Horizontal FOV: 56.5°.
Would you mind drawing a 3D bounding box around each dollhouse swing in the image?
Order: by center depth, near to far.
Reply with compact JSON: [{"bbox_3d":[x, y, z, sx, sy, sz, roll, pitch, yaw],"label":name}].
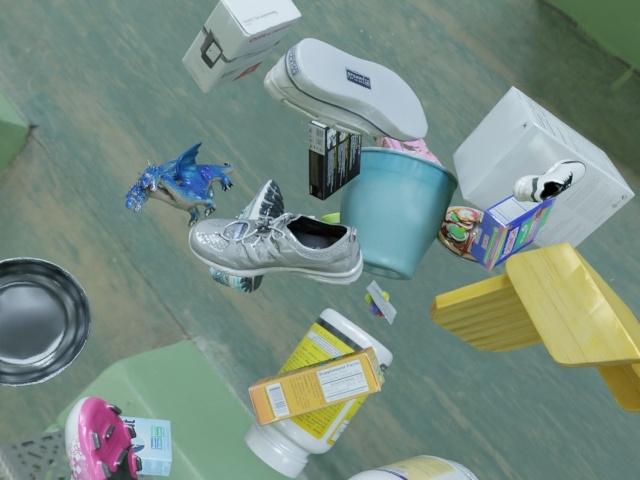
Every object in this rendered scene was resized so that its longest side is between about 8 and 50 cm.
[{"bbox_3d":[0.423,0.213,1.094,0.305,0.347,0.315,-36,46,22],"label":"dollhouse swing"}]

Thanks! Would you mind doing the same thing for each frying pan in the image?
[{"bbox_3d":[-0.512,0.148,0.891,0.326,0.053,0.197,-24,91,-30],"label":"frying pan"}]

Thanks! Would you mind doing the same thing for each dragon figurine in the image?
[{"bbox_3d":[-0.244,-0.125,1.109,0.085,0.289,0.144,-24,115,35],"label":"dragon figurine"}]

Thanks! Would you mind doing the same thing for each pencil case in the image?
[{"bbox_3d":[0.255,-0.302,1.891,0.160,0.167,0.386,-11,52,-15],"label":"pencil case"}]

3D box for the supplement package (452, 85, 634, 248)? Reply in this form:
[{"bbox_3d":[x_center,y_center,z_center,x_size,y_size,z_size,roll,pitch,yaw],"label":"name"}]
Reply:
[{"bbox_3d":[0.446,-0.138,1.229,0.263,0.198,0.199,30,122,-15],"label":"supplement package"}]

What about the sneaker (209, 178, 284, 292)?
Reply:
[{"bbox_3d":[-0.177,-0.024,1.379,0.122,0.110,0.283,8,66,24],"label":"sneaker"}]

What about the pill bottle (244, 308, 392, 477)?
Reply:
[{"bbox_3d":[-0.010,0.331,1.292,0.188,0.188,0.334,35,82,18],"label":"pill bottle"}]

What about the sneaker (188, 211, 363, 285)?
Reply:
[{"bbox_3d":[-0.069,-0.009,0.941,0.281,0.115,0.105,5,49,2],"label":"sneaker"}]

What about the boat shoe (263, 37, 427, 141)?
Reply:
[{"bbox_3d":[0.041,-0.188,0.820,0.088,0.267,0.096,-20,71,43],"label":"boat shoe"}]

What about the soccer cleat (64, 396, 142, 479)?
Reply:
[{"bbox_3d":[-0.323,0.375,0.866,0.143,0.116,0.331,-10,115,8],"label":"soccer cleat"}]

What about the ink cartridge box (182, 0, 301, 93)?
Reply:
[{"bbox_3d":[-0.114,-0.286,0.844,0.063,0.109,0.150,55,142,-4],"label":"ink cartridge box"}]

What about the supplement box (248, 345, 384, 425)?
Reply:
[{"bbox_3d":[-0.006,0.264,1.084,0.233,0.078,0.080,-17,87,12],"label":"supplement box"}]

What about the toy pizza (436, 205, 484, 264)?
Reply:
[{"bbox_3d":[0.379,-0.021,1.483,0.201,0.201,0.032,35,138,18],"label":"toy pizza"}]

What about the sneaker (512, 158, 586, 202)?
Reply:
[{"bbox_3d":[0.292,-0.069,0.735,0.109,0.044,0.040,-24,114,-21],"label":"sneaker"}]

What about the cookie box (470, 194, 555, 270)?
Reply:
[{"bbox_3d":[0.267,-0.020,0.830,0.107,0.092,0.040,-28,55,-24],"label":"cookie box"}]

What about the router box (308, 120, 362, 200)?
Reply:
[{"bbox_3d":[0.033,-0.190,1.251,0.046,0.179,0.133,29,48,28],"label":"router box"}]

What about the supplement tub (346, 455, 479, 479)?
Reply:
[{"bbox_3d":[0.193,0.579,1.228,0.241,0.331,0.241,-8,76,36],"label":"supplement tub"}]

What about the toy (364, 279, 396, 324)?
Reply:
[{"bbox_3d":[0.186,0.208,1.947,0.056,0.237,0.137,-35,85,14],"label":"toy"}]

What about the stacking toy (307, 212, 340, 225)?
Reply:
[{"bbox_3d":[0.000,0.000,1.859,0.309,0.279,0.130,-6,85,-13],"label":"stacking toy"}]

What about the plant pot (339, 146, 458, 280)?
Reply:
[{"bbox_3d":[0.160,-0.049,1.417,0.272,0.271,0.255,14,80,19],"label":"plant pot"}]

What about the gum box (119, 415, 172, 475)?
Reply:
[{"bbox_3d":[-0.406,0.422,1.237,0.184,0.157,0.041,12,100,-18],"label":"gum box"}]
